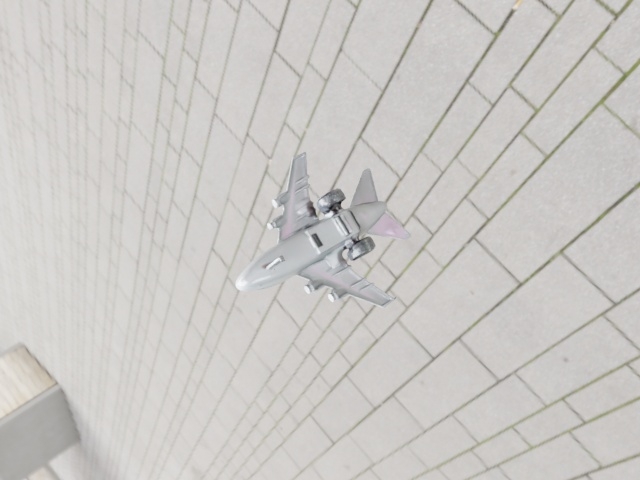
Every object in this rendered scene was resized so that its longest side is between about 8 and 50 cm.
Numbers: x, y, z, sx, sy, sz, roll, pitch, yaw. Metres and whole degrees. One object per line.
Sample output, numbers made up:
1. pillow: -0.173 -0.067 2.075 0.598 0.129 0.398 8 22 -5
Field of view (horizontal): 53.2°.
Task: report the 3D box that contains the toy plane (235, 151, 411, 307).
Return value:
1. toy plane: 0.000 0.000 0.568 0.162 0.171 0.065 59 145 5
